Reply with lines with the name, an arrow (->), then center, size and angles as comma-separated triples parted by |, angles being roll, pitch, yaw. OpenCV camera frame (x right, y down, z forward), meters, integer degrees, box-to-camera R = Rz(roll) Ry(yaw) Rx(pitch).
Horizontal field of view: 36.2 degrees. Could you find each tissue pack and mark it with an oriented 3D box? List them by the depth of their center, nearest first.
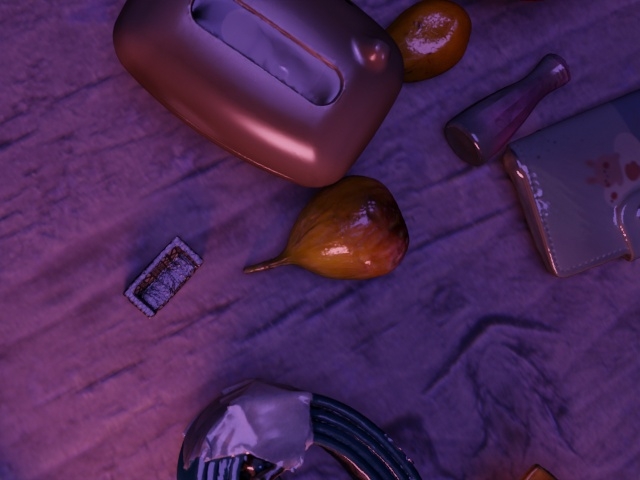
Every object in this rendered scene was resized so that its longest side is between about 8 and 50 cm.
tissue pack -> -0.083, -0.255, 1.361 | 0.387, 0.277, 0.267 | 34, 85, -8

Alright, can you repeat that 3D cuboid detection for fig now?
fig -> 0.000, 0.000, 1.454 | 0.257, 0.159, 0.159 | -22, 93, 10

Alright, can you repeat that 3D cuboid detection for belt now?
belt -> -0.011, 0.396, 1.413 | 0.300, 0.173, 0.436 | -42, 101, -18

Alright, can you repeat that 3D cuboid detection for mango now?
mango -> 0.157, -0.300, 1.502 | 0.165, 0.089, 0.115 | -43, 95, -6

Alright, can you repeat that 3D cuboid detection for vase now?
vase -> 0.299, -0.211, 1.535 | 0.214, 0.086, 0.086 | -39, 96, -14

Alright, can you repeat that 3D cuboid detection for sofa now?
sofa -> -0.231, 0.054, 1.443 | 0.060, 0.039, 0.118 | 44, 82, -8

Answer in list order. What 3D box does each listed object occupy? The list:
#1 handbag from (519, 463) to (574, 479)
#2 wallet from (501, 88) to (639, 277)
handbag -> 0.371, 0.518, 1.440 | 0.401, 0.133, 0.283 | 40, 76, -34
wallet -> 0.482, -0.097, 1.562 | 0.360, 0.083, 0.252 | -23, 95, -14
